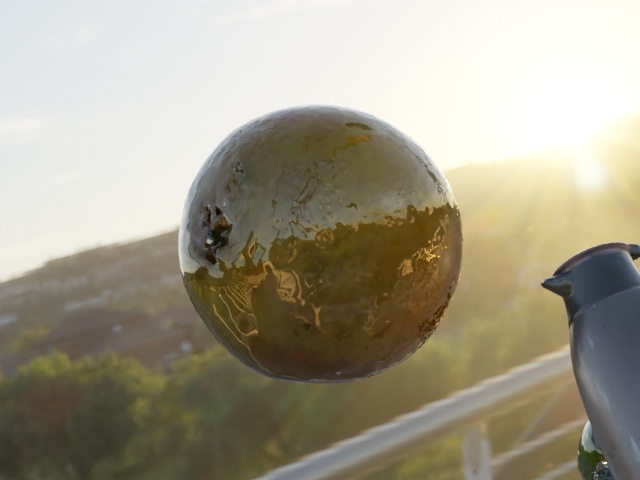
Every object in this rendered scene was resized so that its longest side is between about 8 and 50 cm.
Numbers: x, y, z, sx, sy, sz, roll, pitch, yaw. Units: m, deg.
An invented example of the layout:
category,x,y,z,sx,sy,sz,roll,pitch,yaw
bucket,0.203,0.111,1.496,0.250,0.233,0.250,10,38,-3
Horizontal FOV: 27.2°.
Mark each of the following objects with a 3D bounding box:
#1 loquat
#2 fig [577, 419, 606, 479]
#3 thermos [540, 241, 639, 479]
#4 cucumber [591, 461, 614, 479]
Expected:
category,x,y,z,sx,sy,sz,roll,pitch,yaw
loquat,0.000,0.000,1.209,0.263,0.263,0.263,-16,-1,0
fig,0.519,0.330,1.865,0.233,0.314,0.233,-49,-18,-22
thermos,0.249,0.089,0.976,0.137,0.193,0.105,-11,-29,-19
cucumber,0.347,0.312,1.411,0.067,0.245,0.067,-18,44,18
